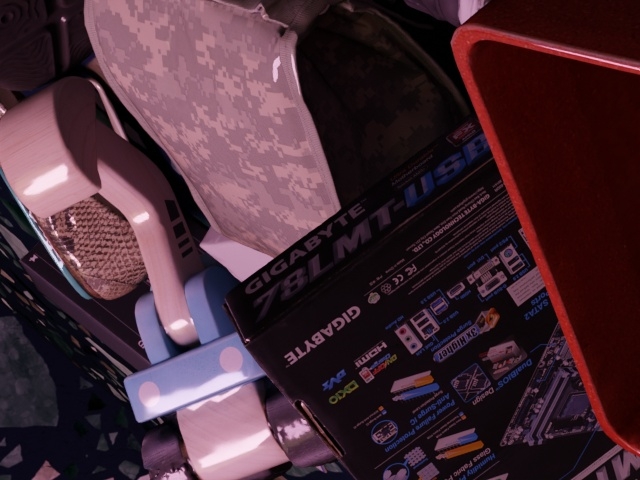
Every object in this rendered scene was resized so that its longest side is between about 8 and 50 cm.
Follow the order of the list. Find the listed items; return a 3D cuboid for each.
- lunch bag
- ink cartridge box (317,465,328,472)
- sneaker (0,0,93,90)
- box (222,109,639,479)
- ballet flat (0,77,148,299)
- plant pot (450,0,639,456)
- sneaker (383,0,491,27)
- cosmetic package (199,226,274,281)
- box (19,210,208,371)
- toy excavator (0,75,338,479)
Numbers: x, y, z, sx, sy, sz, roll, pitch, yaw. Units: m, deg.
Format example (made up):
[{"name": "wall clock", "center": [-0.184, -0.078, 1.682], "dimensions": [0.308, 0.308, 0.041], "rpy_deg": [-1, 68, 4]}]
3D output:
[{"name": "lunch bag", "center": [-0.023, -0.106, 0.931], "dimensions": [0.235, 0.169, 0.287], "rpy_deg": [24, 158, 40]}, {"name": "ink cartridge box", "center": [-0.129, 0.175, 1.845], "dimensions": [0.330, 0.071, 0.324], "rpy_deg": [27, 155, 28]}, {"name": "sneaker", "center": [-0.330, -0.344, 1.090], "dimensions": [0.257, 0.169, 0.447], "rpy_deg": [47, 163, 28]}, {"name": "box", "center": [0.140, 0.064, 0.793], "dimensions": [0.293, 0.296, 0.073], "rpy_deg": [52, -179, -29]}, {"name": "ballet flat", "center": [-0.341, -0.145, 1.433], "dimensions": [0.483, 0.182, 0.164], "rpy_deg": [50, -173, -18]}, {"name": "plant pot", "center": [0.255, -0.031, 0.471], "dimensions": [0.267, 0.235, 0.267], "rpy_deg": [23, 152, 42]}, {"name": "sneaker", "center": [0.020, -0.224, 0.698], "dimensions": [0.153, 0.101, 0.268], "rpy_deg": [16, 150, 45]}, {"name": "cosmetic package", "center": [0.000, 0.000, 1.169], "dimensions": [0.117, 0.085, 0.231], "rpy_deg": [41, 157, -27]}, {"name": "box", "center": [-0.221, 0.053, 1.593], "dimensions": [0.261, 0.184, 0.103], "rpy_deg": [36, 159, 17]}, {"name": "toy excavator", "center": [-0.137, 0.057, 1.349], "dimensions": [0.433, 0.222, 0.445], "rpy_deg": [-3, -110, -64]}]
